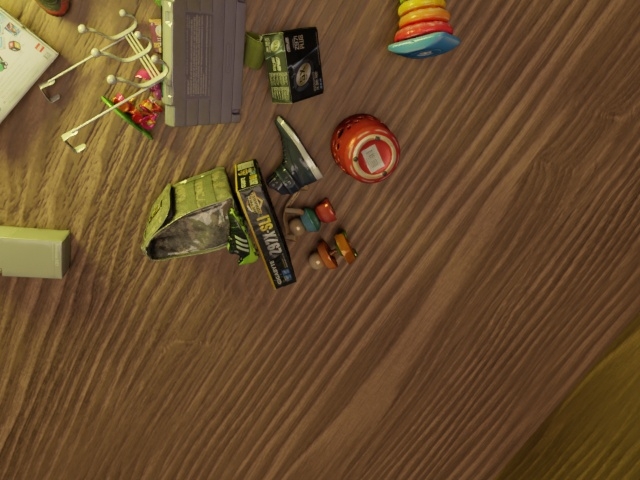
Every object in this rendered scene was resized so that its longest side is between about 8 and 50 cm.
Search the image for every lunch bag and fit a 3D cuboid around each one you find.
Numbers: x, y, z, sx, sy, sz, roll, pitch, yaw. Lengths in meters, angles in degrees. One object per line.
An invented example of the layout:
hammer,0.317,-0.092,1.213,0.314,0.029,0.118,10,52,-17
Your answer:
lunch bag,-0.376,-0.070,1.418,0.286,0.235,0.169,-20,122,-4

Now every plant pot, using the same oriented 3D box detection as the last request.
plant pot,-0.179,-0.518,1.358,0.083,0.083,0.079,16,121,-19
plant pot,0.141,-0.273,1.482,0.190,0.174,0.191,-6,114,-13

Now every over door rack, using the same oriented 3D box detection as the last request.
over door rack,-0.558,-0.408,1.222,0.324,0.240,0.108,-38,153,5

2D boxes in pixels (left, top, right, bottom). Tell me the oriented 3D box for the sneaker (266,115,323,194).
sneaker,-0.115,-0.244,1.485,0.163,0.086,0.226,-30,110,7

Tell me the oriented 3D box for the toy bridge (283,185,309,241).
toy bridge,-0.084,-0.092,1.551,0.026,0.063,0.188,27,72,-58

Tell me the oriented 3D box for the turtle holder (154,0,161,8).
turtle holder,-0.452,-0.708,1.141,0.227,0.320,0.243,-44,83,8

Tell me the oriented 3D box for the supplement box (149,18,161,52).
supplement box,-0.419,-0.542,1.306,0.054,0.043,0.083,-7,115,-11

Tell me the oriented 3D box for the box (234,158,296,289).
box,-0.165,-0.053,1.462,0.079,0.257,0.322,-19,117,-3

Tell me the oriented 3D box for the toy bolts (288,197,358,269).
toy bolts,0.000,0.000,1.568,0.158,0.218,0.229,-27,99,7

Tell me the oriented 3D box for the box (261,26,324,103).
box,-0.072,-0.481,1.352,0.147,0.077,0.180,-33,125,-44

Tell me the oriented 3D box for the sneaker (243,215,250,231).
sneaker,-0.280,-0.032,1.551,0.144,0.059,0.053,-25,119,12

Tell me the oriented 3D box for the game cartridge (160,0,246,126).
game cartridge,-0.304,-0.482,1.284,0.230,0.068,0.356,-15,123,-41

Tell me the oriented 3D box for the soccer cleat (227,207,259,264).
soccer cleat,-0.223,-0.004,1.326,0.072,0.060,0.179,-21,126,-4

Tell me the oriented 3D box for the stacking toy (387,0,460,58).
stacking toy,0.277,-0.671,1.362,0.175,0.165,0.302,-1,100,35

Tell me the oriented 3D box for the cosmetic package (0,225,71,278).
cosmetic package,-0.861,0.033,1.429,0.237,0.107,0.127,4,110,-11

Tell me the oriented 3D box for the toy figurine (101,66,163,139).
toy figurine,-0.470,-0.385,1.339,0.159,0.130,0.173,-47,137,0

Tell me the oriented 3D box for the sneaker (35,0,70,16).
sneaker,-0.674,-0.652,1.136,0.097,0.135,0.276,-19,130,-7

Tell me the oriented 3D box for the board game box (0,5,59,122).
board game box,-0.836,-0.422,1.225,0.305,0.053,0.193,-46,128,4
